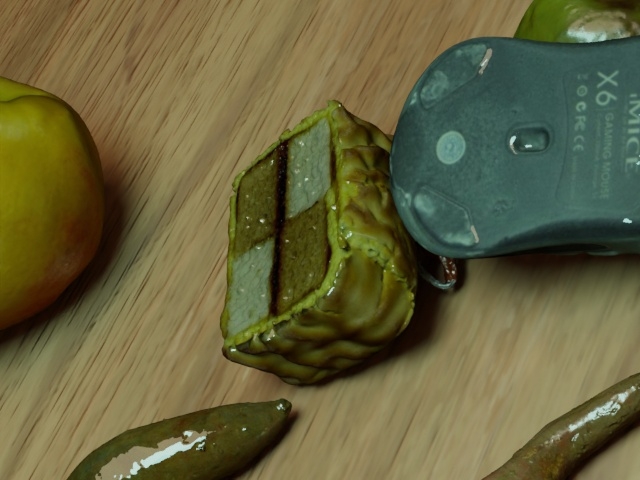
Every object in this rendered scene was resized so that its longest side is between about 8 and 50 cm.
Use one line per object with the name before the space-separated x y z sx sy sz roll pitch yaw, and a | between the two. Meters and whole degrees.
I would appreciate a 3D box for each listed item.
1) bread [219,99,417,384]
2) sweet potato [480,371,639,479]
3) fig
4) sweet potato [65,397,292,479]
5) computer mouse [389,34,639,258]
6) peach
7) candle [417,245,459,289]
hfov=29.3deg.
bread | 0.000 0.000 1.013 0.181 0.096 0.222 -36 39 36
sweet potato | 0.160 0.151 0.836 0.214 0.050 0.050 -41 43 -3
fig | 0.222 -0.147 0.968 0.166 0.144 0.154 -20 84 34
sweet potato | -0.172 0.233 0.995 0.108 0.079 0.346 38 87 34
computer mouse | 0.209 -0.060 0.847 0.379 0.090 0.167 3 84 40
peach | -0.367 -0.024 1.207 0.289 0.289 0.308 45 116 47
candle | 0.091 -0.026 1.024 0.053 0.048 0.162 -51 35 38
